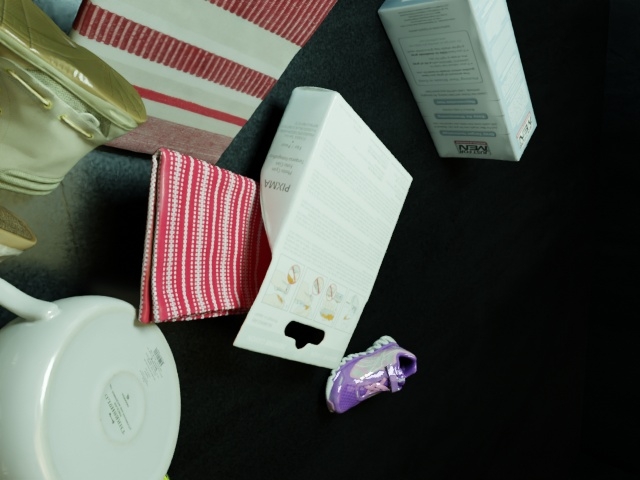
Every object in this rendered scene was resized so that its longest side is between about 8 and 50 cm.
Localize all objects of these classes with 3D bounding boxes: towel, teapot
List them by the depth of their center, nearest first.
[{"bbox_3d":[-0.285,0.179,0.540,0.252,0.186,0.256,46,38,-63],"label":"teapot"},{"bbox_3d":[-0.134,-0.218,0.550,0.237,0.037,0.329,4,140,-48],"label":"towel"},{"bbox_3d":[-0.132,0.003,0.681,0.274,0.031,0.199,10,83,-69],"label":"towel"}]

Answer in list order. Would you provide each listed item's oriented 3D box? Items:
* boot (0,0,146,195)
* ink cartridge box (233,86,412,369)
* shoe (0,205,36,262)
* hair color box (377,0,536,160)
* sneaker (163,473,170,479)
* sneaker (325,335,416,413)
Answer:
[{"bbox_3d":[-0.291,-0.131,0.463,0.165,0.077,0.213,-32,143,17],"label":"boot"},{"bbox_3d":[0.000,0.000,0.844,0.308,0.091,0.385,32,78,-55],"label":"ink cartridge box"},{"bbox_3d":[-0.341,-0.026,0.455,0.058,0.077,0.219,-35,160,-8],"label":"shoe"},{"bbox_3d":[0.280,-0.329,1.010,0.114,0.185,0.375,-56,134,-22],"label":"hair color box"},{"bbox_3d":[-0.246,0.444,0.715,0.123,0.109,0.296,-14,112,-22],"label":"sneaker"},{"bbox_3d":[0.111,0.275,1.039,0.236,0.104,0.095,-23,117,-41],"label":"sneaker"}]
